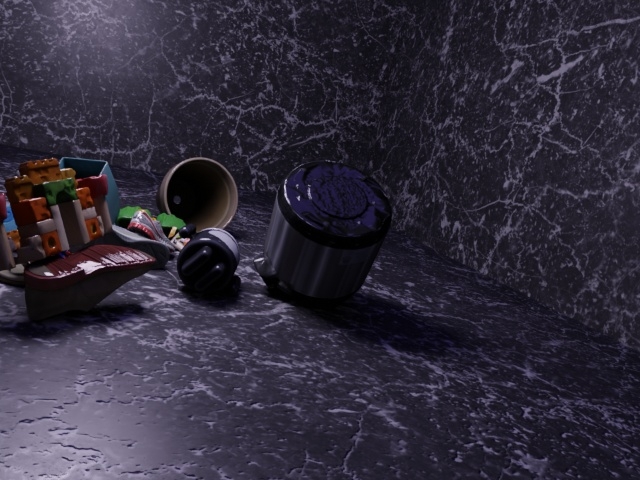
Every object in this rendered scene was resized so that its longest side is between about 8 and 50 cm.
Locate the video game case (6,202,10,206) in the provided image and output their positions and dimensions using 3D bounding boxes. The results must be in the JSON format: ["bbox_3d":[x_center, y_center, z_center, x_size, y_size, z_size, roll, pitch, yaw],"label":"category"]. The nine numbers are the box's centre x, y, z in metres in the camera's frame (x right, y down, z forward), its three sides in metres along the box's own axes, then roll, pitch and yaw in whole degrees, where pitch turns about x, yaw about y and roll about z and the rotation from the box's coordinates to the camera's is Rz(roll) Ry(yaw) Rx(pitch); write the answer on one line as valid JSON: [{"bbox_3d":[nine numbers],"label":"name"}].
[{"bbox_3d":[-1.104,-0.119,2.053,0.087,0.011,0.122,15,11,4],"label":"video game case"}]

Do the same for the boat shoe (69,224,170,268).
[{"bbox_3d":[-0.629,0.013,1.737,0.320,0.118,0.103,13,2,-30],"label":"boat shoe"}]

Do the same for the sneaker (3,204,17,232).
[{"bbox_3d":[-0.838,-0.033,1.726,0.319,0.208,0.127,-20,66,-16],"label":"sneaker"}]

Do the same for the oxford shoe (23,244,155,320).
[{"bbox_3d":[-0.545,0.095,1.345,0.123,0.130,0.348,24,19,27],"label":"oxford shoe"}]

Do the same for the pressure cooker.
[{"bbox_3d":[0.001,0.005,1.820,0.370,0.420,0.375,21,45,3],"label":"pressure cooker"}]

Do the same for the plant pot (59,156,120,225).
[{"bbox_3d":[-0.785,-0.137,1.918,0.166,0.165,0.234,6,-34,10],"label":"plant pot"}]

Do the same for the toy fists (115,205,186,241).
[{"bbox_3d":[-0.632,-0.056,2.121,0.279,0.096,0.142,12,24,-16],"label":"toy fists"}]

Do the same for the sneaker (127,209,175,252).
[{"bbox_3d":[-0.547,-0.024,1.875,0.088,0.092,0.225,-3,-29,15],"label":"sneaker"}]

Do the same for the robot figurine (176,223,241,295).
[{"bbox_3d":[-0.332,0.056,1.703,0.174,0.209,0.278,1,12,-2],"label":"robot figurine"}]

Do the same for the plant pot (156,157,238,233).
[{"bbox_3d":[-0.557,-0.176,2.383,0.323,0.323,0.280,5,-3,-38],"label":"plant pot"}]

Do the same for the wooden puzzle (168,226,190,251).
[{"bbox_3d":[-0.498,0.000,2.039,0.116,0.078,0.014,25,-24,5],"label":"wooden puzzle"}]

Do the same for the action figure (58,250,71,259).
[{"bbox_3d":[-0.766,0.028,1.665,0.030,0.038,0.115,27,0,-41],"label":"action figure"}]

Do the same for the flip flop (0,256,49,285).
[{"bbox_3d":[-0.692,0.070,1.411,0.277,0.080,0.112,8,10,8],"label":"flip flop"}]

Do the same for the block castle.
[{"bbox_3d":[-0.731,-0.067,1.335,0.303,0.213,0.453,-7,11,14],"label":"block castle"}]
